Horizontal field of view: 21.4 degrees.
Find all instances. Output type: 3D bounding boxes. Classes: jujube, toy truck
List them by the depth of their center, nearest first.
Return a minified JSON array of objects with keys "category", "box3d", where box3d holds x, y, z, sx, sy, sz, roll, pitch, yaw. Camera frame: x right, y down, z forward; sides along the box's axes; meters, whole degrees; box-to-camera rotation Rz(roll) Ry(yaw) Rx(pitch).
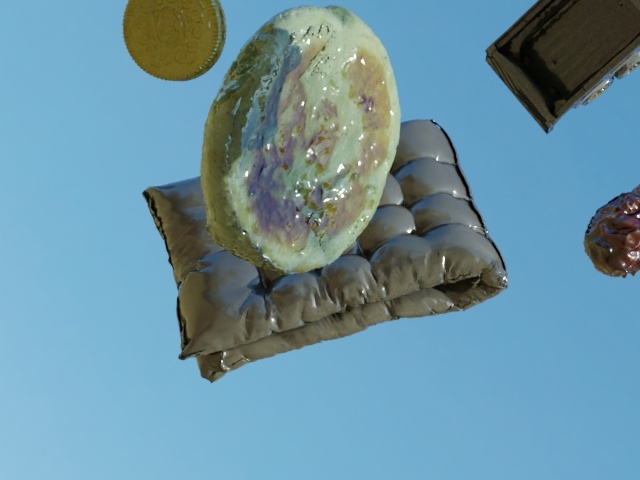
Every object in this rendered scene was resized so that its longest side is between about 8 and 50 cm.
[{"category":"toy truck","box3d":[0.209,-0.166,1.216,0.192,0.092,0.083,-43,-100,26]},{"category":"jujube","box3d":[0.359,-0.019,1.848,0.104,0.166,0.104,50,-31,46]}]

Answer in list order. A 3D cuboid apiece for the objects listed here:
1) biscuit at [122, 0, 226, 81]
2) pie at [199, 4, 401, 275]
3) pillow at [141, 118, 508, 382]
[{"category":"biscuit","box3d":[-0.113,-0.165,1.314,0.084,0.023,0.084,2,-81,16]},{"category":"pie","box3d":[-0.014,-0.081,1.402,0.054,0.240,0.240,15,-43,37]},{"category":"pillow","box3d":[0.000,0.000,1.684,0.101,0.326,0.228,75,-3,-50]}]
